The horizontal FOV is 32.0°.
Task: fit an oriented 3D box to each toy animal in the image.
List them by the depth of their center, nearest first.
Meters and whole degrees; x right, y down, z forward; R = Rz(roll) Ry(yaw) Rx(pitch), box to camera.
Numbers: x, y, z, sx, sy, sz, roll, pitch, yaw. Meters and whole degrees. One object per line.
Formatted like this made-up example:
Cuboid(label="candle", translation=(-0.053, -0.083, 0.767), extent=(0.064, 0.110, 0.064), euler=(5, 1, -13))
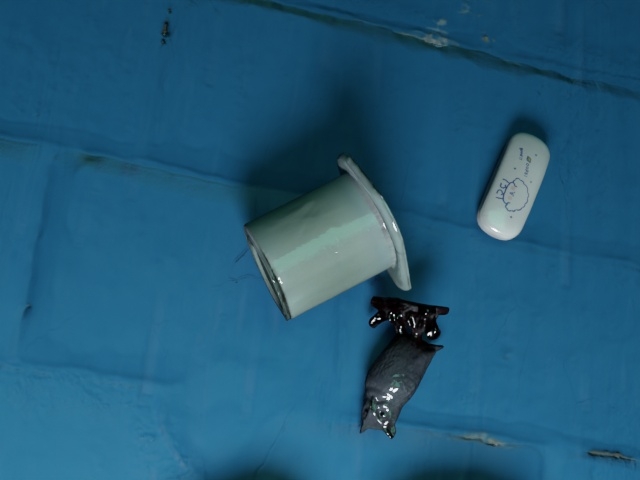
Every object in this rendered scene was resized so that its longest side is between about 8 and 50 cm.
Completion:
Cuboid(label="toy animal", translation=(0.114, 0.187, 1.626), extent=(0.117, 0.121, 0.210), euler=(29, 76, -51))

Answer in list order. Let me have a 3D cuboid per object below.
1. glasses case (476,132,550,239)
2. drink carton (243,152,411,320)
Cuboid(label="glasses case", translation=(0.310, -0.088, 1.791), extent=(0.076, 0.049, 0.197), euler=(28, 64, -3))
Cuboid(label="drink carton", translation=(0.000, 0.000, 1.599), extent=(0.190, 0.191, 0.185), euler=(-24, 53, -8))
